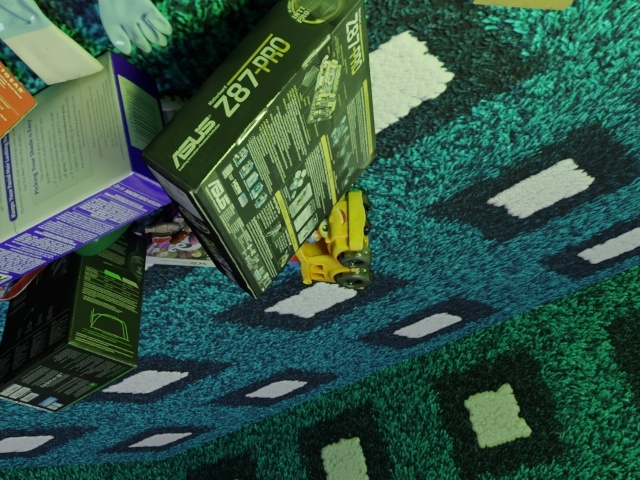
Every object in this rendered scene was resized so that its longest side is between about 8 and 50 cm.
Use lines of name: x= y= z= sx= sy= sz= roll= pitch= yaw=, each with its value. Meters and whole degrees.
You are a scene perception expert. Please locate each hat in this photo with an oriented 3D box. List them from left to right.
hat: x=-0.367 y=0.013 z=1.139 sx=0.173 sy=0.183 sz=0.208 roll=19 pitch=160 yaw=-31

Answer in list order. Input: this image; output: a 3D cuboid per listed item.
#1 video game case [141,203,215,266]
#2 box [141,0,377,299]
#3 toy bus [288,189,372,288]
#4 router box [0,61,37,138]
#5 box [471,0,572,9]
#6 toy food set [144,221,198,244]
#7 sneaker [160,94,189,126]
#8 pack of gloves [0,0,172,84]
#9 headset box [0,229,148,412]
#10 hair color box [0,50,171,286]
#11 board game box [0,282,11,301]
video game case: x=-0.216 y=-0.018 z=1.395 sx=0.210 sy=0.041 sz=0.232 roll=5 pitch=149 yaw=-39
box: x=-0.052 y=-0.117 z=0.996 sx=0.318 sy=0.097 sz=0.395 roll=-50 pitch=161 yaw=-12
toy bus: x=0.000 y=0.000 z=1.476 sx=0.212 sy=0.149 sz=0.220 roll=1 pitch=154 yaw=3
router box: x=-0.521 y=-0.049 z=0.828 sx=0.335 sy=0.301 sz=0.082 roll=-26 pitch=117 yaw=24
box: x=0.308 y=-0.377 z=0.936 sx=0.165 sy=0.021 sz=0.201 roll=-5 pitch=155 yaw=-24
toy food set: x=-0.250 y=-0.010 z=1.314 sx=0.122 sy=0.019 sz=0.078 roll=-10 pitch=154 yaw=-7
sneaker: x=-0.236 y=-0.099 z=1.084 sx=0.086 sy=0.132 sz=0.228 roll=-4 pitch=154 yaw=-25
pack of gloves: x=-0.288 y=-0.272 z=0.803 sx=0.195 sy=0.046 sz=0.232 roll=-9 pitch=156 yaw=15
headset box: x=-0.438 y=0.120 z=1.288 sx=0.246 sy=0.283 sz=0.131 roll=-31 pitch=137 yaw=30
hair color box: x=-0.364 y=-0.083 z=0.974 sx=0.339 sy=0.185 sz=0.110 roll=-23 pitch=157 yaw=18
board game box: x=-0.672 y=0.072 z=1.323 sx=0.201 sy=0.035 sz=0.136 roll=1 pitch=152 yaw=-34
